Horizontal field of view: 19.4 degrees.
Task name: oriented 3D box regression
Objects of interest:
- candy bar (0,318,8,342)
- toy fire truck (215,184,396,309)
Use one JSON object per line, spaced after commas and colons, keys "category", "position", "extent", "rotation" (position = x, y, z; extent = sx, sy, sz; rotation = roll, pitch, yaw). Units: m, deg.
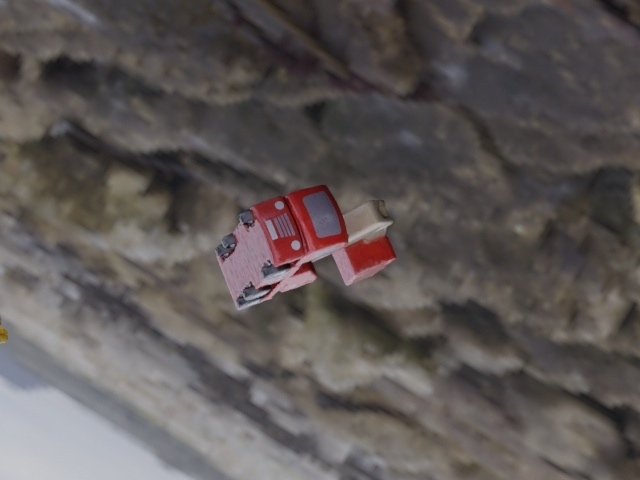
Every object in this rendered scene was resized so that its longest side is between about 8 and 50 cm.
{"category": "candy bar", "position": [-0.274, 0.016, 1.466], "extent": [0.040, 0.018, 0.161], "rotation": [-2, -131, -18]}
{"category": "toy fire truck", "position": [0.000, 0.000, 1.285], "extent": [0.047, 0.135, 0.192], "rotation": [67, 162, 9]}
